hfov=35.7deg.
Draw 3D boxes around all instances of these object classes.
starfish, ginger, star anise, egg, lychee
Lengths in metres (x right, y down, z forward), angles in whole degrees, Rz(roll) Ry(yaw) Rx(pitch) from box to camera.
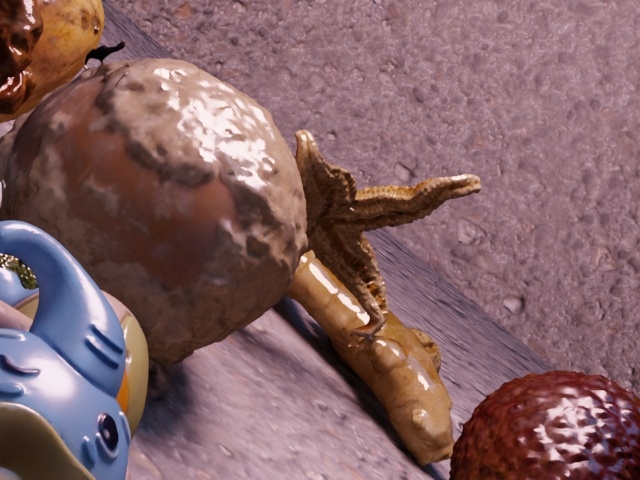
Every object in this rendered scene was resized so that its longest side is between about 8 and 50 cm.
[{"bbox_3d":[0.001,-0.007,1.114,0.327,0.375,0.094,44,32,-41],"label":"starfish"},{"bbox_3d":[0.051,0.114,1.319,0.363,0.122,0.348,47,0,-13],"label":"ginger"},{"bbox_3d":[-0.283,-0.111,0.749,0.111,0.196,0.212,52,43,-22],"label":"star anise"},{"bbox_3d":[-0.149,-0.030,0.891,0.310,0.279,0.279,24,-3,44],"label":"egg"},{"bbox_3d":[0.263,0.273,1.062,0.260,0.261,0.260,37,11,-9],"label":"lychee"}]

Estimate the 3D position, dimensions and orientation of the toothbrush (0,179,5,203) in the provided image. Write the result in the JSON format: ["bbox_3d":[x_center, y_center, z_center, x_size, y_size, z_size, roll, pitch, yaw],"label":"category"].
[{"bbox_3d":[-0.291,-0.054,0.848,0.040,0.040,0.386,35,-3,-20],"label":"toothbrush"}]

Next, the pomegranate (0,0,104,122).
[{"bbox_3d":[-0.374,-0.259,1.066,0.281,0.281,0.281,37,11,-9],"label":"pomegranate"}]

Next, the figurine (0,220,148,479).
[{"bbox_3d":[-0.173,0.092,0.533,0.262,0.153,0.180,-104,176,-54],"label":"figurine"}]

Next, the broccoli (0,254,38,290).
[{"bbox_3d":[-0.239,0.045,0.684,0.120,0.130,0.131,4,20,14],"label":"broccoli"}]
